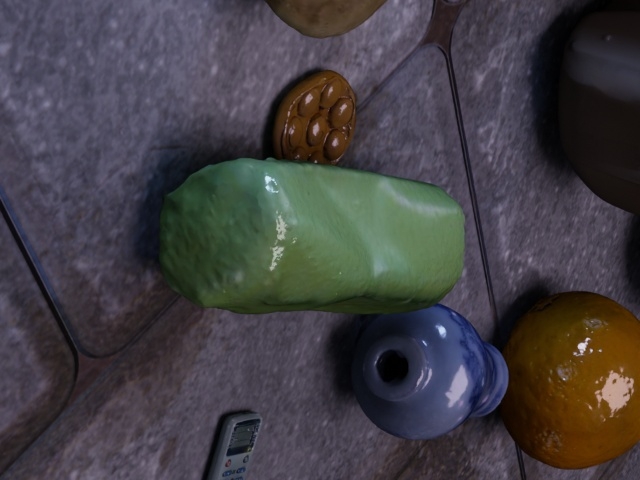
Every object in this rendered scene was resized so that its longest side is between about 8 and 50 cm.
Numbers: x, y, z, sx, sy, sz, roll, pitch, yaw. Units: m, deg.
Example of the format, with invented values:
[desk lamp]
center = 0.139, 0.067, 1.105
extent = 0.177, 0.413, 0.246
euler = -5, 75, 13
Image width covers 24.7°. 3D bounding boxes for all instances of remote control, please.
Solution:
[remote control]
center = -0.088, 0.220, 1.377
extent = 0.053, 0.018, 0.124
euler = 2, 108, -56

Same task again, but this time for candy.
[candy]
center = 0.000, 0.000, 1.263
extent = 0.343, 0.142, 0.132
euler = 5, 95, -59

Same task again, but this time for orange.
[orange]
center = 0.312, 0.170, 1.766
extent = 0.219, 0.193, 0.219
euler = -5, 97, -50

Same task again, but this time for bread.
[bread]
center = -0.007, -0.098, 1.289
extent = 0.110, 0.024, 0.110
euler = -31, 132, -40

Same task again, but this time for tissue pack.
[tissue pack]
center = 0.453, -0.192, 1.658
extent = 0.387, 0.267, 0.277
euler = -50, 140, -26

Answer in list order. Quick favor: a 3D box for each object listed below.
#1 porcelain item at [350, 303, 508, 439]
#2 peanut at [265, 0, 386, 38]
[porcelain item]
center = 0.118, 0.138, 1.525
extent = 0.141, 0.141, 0.259
euler = -67, 156, 1
[peanut]
center = 0.032, -0.260, 1.161
extent = 0.122, 0.137, 0.253
euler = 43, 67, -11
